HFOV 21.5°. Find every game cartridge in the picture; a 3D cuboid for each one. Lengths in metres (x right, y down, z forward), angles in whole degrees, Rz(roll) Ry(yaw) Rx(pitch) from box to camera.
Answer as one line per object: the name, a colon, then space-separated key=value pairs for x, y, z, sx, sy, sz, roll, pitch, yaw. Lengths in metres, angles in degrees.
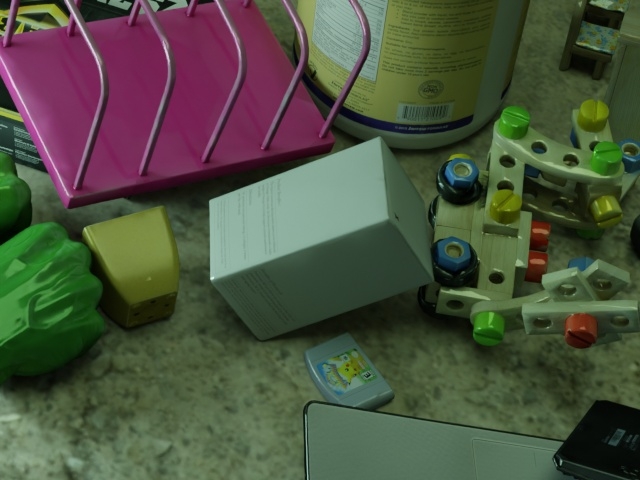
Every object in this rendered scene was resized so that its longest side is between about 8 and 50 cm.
game cartridge: x=0.023 y=0.124 z=1.548 sx=0.056 sy=0.017 sz=0.083 roll=-25 pitch=55 yaw=-21

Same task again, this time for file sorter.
file sorter: x=-0.130 y=-0.188 z=1.601 sx=0.291 sy=0.182 sz=0.202 roll=-14 pitch=61 yaw=-29

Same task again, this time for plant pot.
plant pot: x=-0.170 y=0.031 z=1.568 sx=0.081 sy=0.081 sz=0.083 roll=-17 pitch=63 yaw=-20

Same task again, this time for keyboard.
keyboard: x=0.271 y=0.184 z=1.462 sx=0.108 sy=0.023 sz=0.180 roll=15 pitch=17 yaw=19

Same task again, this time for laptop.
laptop: x=0.205 y=0.252 z=1.262 sx=0.382 sy=0.236 sz=0.408 roll=11 pitch=46 yaw=-14

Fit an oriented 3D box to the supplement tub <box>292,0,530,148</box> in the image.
supplement tub: x=0.100 y=-0.283 z=1.708 sx=0.241 sy=0.331 sz=0.241 roll=4 pitch=48 yaw=-4

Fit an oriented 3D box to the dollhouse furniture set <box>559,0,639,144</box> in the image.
dollhouse furniture set: x=0.373 y=-0.219 z=1.798 sx=0.212 sy=0.161 sz=0.242 roll=16 pitch=49 yaw=8

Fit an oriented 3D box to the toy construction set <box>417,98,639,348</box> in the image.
toy construction set: x=0.210 y=-0.003 z=1.608 sx=0.215 sy=0.151 sz=0.327 roll=9 pitch=37 yaw=1

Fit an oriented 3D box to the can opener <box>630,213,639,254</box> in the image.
can opener: x=0.389 y=0.064 z=1.602 sx=0.074 sy=0.093 sz=0.280 roll=-13 pitch=46 yaw=-16

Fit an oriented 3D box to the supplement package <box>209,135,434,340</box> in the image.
supplement package: x=0.000 y=0.000 z=1.548 sx=0.179 sy=0.105 sz=0.105 roll=-19 pitch=46 yaw=17

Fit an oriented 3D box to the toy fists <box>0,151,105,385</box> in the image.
toy fists: x=-0.306 y=0.014 z=1.557 sx=0.142 sy=0.096 sz=0.279 roll=-33 pitch=61 yaw=-19

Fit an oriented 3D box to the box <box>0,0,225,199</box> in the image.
box: x=-0.292 y=-0.196 z=1.757 sx=0.322 sy=0.079 sz=0.257 roll=19 pitch=47 yaw=10
